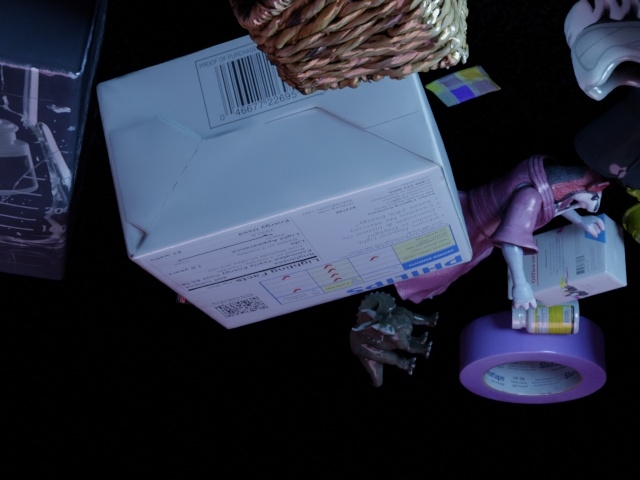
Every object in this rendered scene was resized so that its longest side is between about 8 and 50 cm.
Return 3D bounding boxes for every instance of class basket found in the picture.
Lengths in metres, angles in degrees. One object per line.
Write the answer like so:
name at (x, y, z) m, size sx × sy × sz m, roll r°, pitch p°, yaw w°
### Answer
basket at (0.004, -0.310, 1.014) m, size 0.213 × 0.299 × 0.223 m, roll -6°, pitch 153°, yaw 22°

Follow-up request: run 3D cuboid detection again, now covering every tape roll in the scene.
tape roll at (0.404, 0.225, 2.223) m, size 0.275 × 0.090 × 0.275 m, roll 4°, pitch 154°, yaw 2°

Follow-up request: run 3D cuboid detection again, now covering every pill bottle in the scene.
pill bottle at (0.399, 0.134, 2.072) m, size 0.116 × 0.065 × 0.065 m, roll 1°, pitch 153°, yaw 8°

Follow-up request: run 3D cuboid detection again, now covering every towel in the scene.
towel at (0.185, -0.200, 1.513) m, size 0.083 × 0.009 × 0.060 m, roll -15°, pitch 148°, yaw 31°

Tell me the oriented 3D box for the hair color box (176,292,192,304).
hair color box at (-0.185, 0.087, 2.084) m, size 0.141 × 0.043 × 0.072 m, roll 6°, pitch 152°, yaw -6°

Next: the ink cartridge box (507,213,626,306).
ink cartridge box at (0.388, 0.038, 1.844) m, size 0.181 × 0.104 × 0.061 m, roll -20°, pitch 144°, yaw 40°

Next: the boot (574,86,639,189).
boot at (0.477, -0.138, 1.498) m, size 0.246 × 0.094 × 0.207 m, roll 17°, pitch 147°, yaw -10°

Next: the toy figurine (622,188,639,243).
toy figurine at (0.612, 0.014, 1.646) m, size 0.363 × 0.217 × 0.191 m, roll -7°, pitch 151°, yaw 19°

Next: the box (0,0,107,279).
box at (-0.489, -0.209, 1.290) m, size 0.480 × 0.297 × 0.472 m, roll 9°, pitch 150°, yaw -10°

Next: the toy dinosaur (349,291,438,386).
toy dinosaur at (0.120, 0.178, 2.177) m, size 0.160 × 0.121 × 0.313 m, roll 20°, pitch 156°, yaw -4°

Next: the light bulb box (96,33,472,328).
light bulb box at (-0.026, -0.075, 1.411) m, size 0.358 × 0.225 × 0.361 m, roll -16°, pitch 161°, yaw 8°

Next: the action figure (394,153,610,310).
action figure at (0.252, -0.048, 1.687) m, size 0.370 × 0.248 × 0.275 m, roll -31°, pitch 95°, yaw 30°

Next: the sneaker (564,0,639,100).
sneaker at (0.430, -0.221, 1.328) m, size 0.292 × 0.118 × 0.110 m, roll -5°, pitch 150°, yaw 14°
